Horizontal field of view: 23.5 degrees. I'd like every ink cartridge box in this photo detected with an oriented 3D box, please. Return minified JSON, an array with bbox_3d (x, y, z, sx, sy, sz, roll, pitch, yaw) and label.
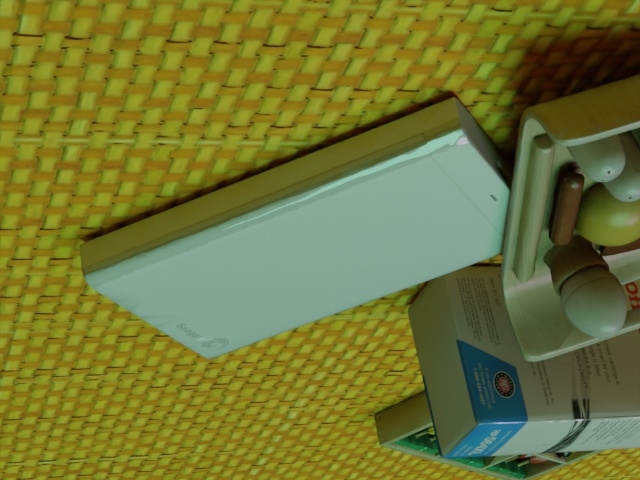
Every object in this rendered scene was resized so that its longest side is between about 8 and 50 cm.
[{"bbox_3d":[0.195,0.104,1.332,0.203,0.148,0.086,1,149,-21],"label":"ink cartridge box"}]

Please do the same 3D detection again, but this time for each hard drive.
[{"bbox_3d":[0.000,0.000,1.184,0.307,0.040,0.203,-21,151,18],"label":"hard drive"}]

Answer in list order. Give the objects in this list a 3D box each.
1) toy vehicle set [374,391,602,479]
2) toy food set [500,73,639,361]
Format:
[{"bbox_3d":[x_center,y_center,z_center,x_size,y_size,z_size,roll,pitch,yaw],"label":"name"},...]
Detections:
[{"bbox_3d":[0.203,0.195,1.630,0.166,0.035,0.267,-29,147,31],"label":"toy vehicle set"},{"bbox_3d":[0.256,-0.024,1.128,0.219,0.092,0.306,-17,150,-8],"label":"toy food set"}]
